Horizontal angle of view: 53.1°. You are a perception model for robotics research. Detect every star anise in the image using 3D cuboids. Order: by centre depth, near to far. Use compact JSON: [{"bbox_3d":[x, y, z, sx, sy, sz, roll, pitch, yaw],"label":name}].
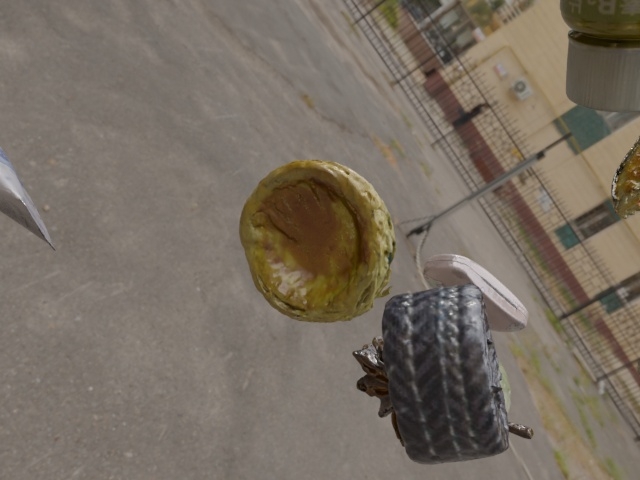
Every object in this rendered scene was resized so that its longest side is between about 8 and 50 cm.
[{"bbox_3d":[0.141,0.212,0.829,0.073,0.177,0.234,-30,60,-37],"label":"star anise"}]

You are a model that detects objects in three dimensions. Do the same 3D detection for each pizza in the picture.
[{"bbox_3d":[0.926,-0.196,1.515,0.440,0.406,0.130,-48,119,-28],"label":"pizza"}]

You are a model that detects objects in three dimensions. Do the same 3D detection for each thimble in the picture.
[{"bbox_3d":[0.076,0.082,0.389,0.104,0.066,0.095,64,21,-44],"label":"thimble"}]

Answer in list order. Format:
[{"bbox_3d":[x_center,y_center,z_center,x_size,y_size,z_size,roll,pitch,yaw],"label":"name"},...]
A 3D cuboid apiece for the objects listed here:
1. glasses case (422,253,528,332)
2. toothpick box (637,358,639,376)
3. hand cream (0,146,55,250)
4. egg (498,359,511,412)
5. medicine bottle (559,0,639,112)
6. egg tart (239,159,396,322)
[{"bbox_3d":[0.335,0.117,1.370,0.297,0.113,0.075,36,60,-32],"label":"glasses case"},{"bbox_3d":[0.582,0.193,0.846,0.188,0.190,0.308,14,9,-3],"label":"toothpick box"},{"bbox_3d":[-0.312,-0.055,0.624,0.142,0.053,0.084,38,-24,18],"label":"hand cream"},{"bbox_3d":[0.235,0.261,1.131,0.217,0.183,0.183,29,32,-45],"label":"egg"},{"bbox_3d":[0.518,-0.428,1.066,0.224,0.225,0.384,-92,174,-57],"label":"medicine bottle"},{"bbox_3d":[0.000,0.000,1.442,0.387,0.388,0.169,57,27,1],"label":"egg tart"}]
